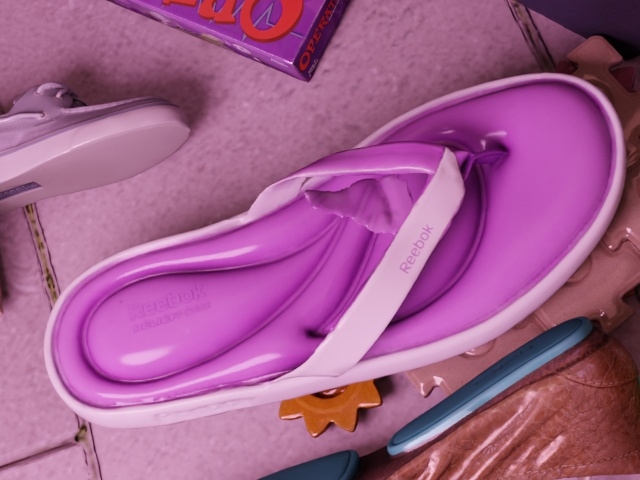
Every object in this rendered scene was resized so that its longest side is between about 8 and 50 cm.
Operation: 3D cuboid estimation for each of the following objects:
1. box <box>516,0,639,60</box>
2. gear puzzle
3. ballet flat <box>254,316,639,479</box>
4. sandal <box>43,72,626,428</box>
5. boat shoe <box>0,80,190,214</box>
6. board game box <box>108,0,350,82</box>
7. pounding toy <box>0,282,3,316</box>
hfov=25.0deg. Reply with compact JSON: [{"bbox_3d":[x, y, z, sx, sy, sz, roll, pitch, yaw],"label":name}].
[{"bbox_3d":[0.254,-0.311,0.919,0.294,0.182,0.296,-19,55,56],"label":"box"},{"bbox_3d":[0.112,0.024,0.982,0.339,0.044,0.175,-38,67,1],"label":"gear puzzle"},{"bbox_3d":[0.051,0.172,0.900,0.342,0.116,0.124,-28,92,9],"label":"ballet flat"},{"bbox_3d":[0.006,0.013,0.933,0.416,0.102,0.169,-26,68,6],"label":"sandal"},{"bbox_3d":[-0.210,-0.078,1.076,0.227,0.079,0.081,-16,71,11],"label":"boat shoe"},{"bbox_3d":[-0.114,-0.279,1.139,0.346,0.056,0.208,24,87,21],"label":"board game box"},{"bbox_3d":[-0.313,0.037,1.040,0.141,0.130,0.100,-19,54,6],"label":"pounding toy"}]
